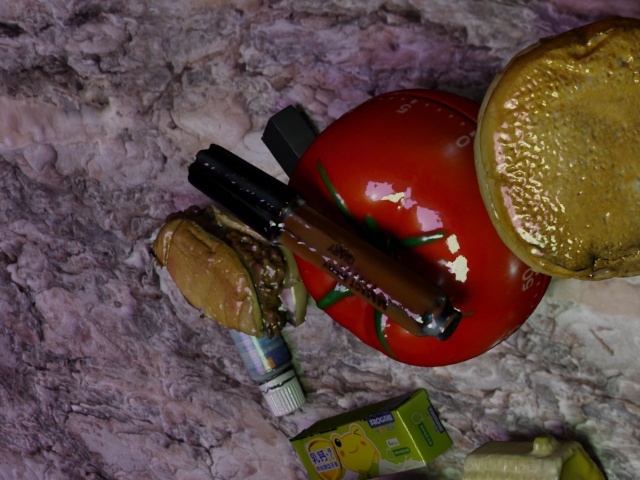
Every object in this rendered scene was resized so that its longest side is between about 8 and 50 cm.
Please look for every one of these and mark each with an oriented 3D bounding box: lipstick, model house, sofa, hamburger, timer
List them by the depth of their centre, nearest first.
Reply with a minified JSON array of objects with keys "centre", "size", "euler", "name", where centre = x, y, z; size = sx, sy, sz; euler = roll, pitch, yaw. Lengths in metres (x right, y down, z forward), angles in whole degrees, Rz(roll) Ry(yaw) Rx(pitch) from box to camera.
[{"centre":[0.328,-0.097,1.416],"size":[0.170,0.290,0.314],"euler":[-91,-11,-83],"name":"hamburger"},{"centre":[0.000,0.000,1.538],"size":[0.418,0.077,0.077],"euler":[33,133,25],"name":"lipstick"},{"centre":[0.141,-0.019,1.655],"size":[0.378,0.279,0.378],"euler":[24,128,34],"name":"timer"},{"centre":[0.325,0.396,1.806],"size":[0.193,0.175,0.234],"euler":[-9,95,50],"name":"model house"},{"centre":[-0.027,-0.138,1.946],"size":[0.147,0.060,0.085],"euler":[54,157,10],"name":"sofa"},{"centre":[-0.149,0.046,2.097],"size":[0.245,0.155,0.282],"euler":[-28,87,47],"name":"hamburger"}]

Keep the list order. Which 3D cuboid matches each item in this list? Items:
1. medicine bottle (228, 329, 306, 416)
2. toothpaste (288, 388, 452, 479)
[{"centre":[-0.097,0.216,2.194],"size":[0.083,0.083,0.203],"euler":[-17,99,50],"name":"medicine bottle"},{"centre":[0.081,0.346,2.085],"size":[0.327,0.077,0.110],"euler":[-28,93,50],"name":"toothpaste"}]
